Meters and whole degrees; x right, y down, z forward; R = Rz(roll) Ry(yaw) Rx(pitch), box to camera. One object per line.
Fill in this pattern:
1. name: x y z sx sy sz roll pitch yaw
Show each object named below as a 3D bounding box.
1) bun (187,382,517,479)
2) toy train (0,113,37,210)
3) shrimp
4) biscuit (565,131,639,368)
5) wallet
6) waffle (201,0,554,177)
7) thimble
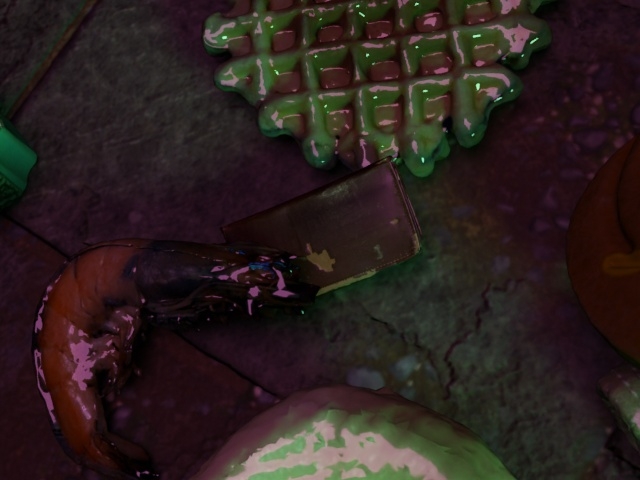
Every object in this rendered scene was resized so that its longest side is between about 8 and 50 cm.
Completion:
1. bun: 0.012 0.284 0.736 0.349 0.227 0.352 -12 71 11
2. toy train: -0.389 -0.074 1.033 0.203 0.112 0.163 -41 73 -1
3. shrimp: -0.134 0.100 0.921 0.290 0.054 0.222 -7 72 22
4. biscuit: 0.342 -0.071 0.758 0.394 0.070 0.350 -43 30 15
5. wallet: 0.000 0.000 0.925 0.176 0.026 0.095 -23 79 20
6. waffle: 0.050 -0.200 0.984 0.309 0.056 0.292 36 83 20
7. thimble: 0.262 0.138 0.798 0.062 0.084 0.110 -33 79 4
